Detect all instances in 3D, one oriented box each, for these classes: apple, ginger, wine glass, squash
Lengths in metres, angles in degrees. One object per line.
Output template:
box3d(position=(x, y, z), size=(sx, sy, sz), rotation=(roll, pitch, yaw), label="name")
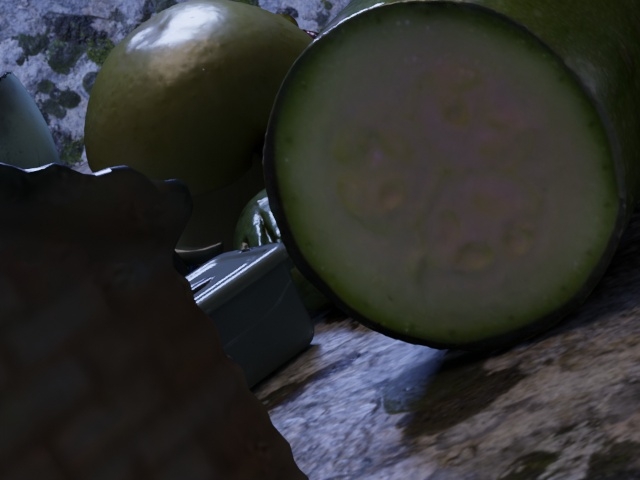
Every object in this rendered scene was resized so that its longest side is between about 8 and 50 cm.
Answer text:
box3d(position=(-0.113, -0.115, 1.700), size=(0.292, 0.292, 0.254), rotation=(-33, 35, -21), label="apple")
box3d(position=(0.003, 0.002, 1.433), size=(0.290, 0.089, 0.137), rotation=(-8, 61, 59), label="ginger")
box3d(position=(-0.366, 0.009, 1.715), size=(0.264, 0.309, 0.096), rotation=(-34, 14, -22), label="wine glass")
box3d(position=(0.137, -0.110, 1.217), size=(0.263, 0.263, 0.384), rotation=(-22, 13, 28), label="squash")

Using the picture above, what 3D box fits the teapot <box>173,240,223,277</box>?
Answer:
box3d(position=(-0.191, 0.066, 1.513), size=(0.149, 0.162, 0.239), rotation=(-1, 27, 40), label="teapot")

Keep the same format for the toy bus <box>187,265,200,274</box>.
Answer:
box3d(position=(-0.123, -0.013, 1.861), size=(0.153, 0.061, 0.051), rotation=(-38, -29, -42), label="toy bus")

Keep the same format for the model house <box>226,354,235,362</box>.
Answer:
box3d(position=(-0.162, 0.151, 1.153), size=(0.188, 0.122, 0.229), rotation=(-7, 35, 27), label="model house")

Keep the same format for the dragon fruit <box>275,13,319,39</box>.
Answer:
box3d(position=(-0.125, -0.210, 2.199), size=(0.227, 0.307, 0.243), rotation=(-56, -9, -47), label="dragon fruit")

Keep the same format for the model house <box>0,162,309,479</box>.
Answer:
box3d(position=(-0.264, 0.134, 0.783), size=(0.445, 0.400, 0.395), rotation=(-14, 16, 47), label="model house")

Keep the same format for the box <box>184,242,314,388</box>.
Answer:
box3d(position=(-0.091, 0.082, 1.323), size=(0.172, 0.092, 0.124), rotation=(-35, 13, -32), label="box")
